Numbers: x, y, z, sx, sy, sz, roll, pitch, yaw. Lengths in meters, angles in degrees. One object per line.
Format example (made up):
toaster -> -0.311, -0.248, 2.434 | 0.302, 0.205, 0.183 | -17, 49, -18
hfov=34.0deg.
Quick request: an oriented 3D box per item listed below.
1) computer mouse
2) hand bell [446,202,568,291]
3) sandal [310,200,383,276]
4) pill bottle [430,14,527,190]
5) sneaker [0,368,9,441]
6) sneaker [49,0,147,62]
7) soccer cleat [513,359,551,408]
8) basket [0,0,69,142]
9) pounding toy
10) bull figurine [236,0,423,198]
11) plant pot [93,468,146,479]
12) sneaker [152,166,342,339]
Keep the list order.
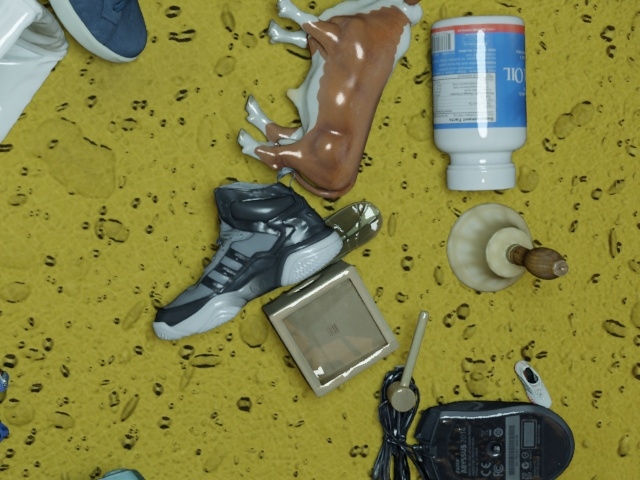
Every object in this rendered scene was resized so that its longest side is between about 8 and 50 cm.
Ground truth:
computer mouse -> 0.211, 0.271, 1.452 | 0.272, 0.072, 0.188 | 4, 96, 1
hand bell -> 0.258, 0.019, 1.345 | 0.126, 0.242, 0.126 | -1, 95, -11
sandal -> 0.000, 0.000, 1.386 | 0.180, 0.049, 0.072 | -25, 96, 10
pill bottle -> 0.209, -0.179, 1.379 | 0.124, 0.124, 0.221 | -4, 97, -11
sneaker -> -0.437, 0.256, 1.313 | 0.087, 0.083, 0.221 | 6, 97, -20
sneaker -> -0.250, -0.362, 1.199 | 0.148, 0.131, 0.350 | -7, 132, 18
soccer cleat -> 0.302, 0.205, 1.475 | 0.029, 0.035, 0.083 | -33, 100, -7
basket -> -0.483, -0.185, 1.137 | 0.266, 0.331, 0.328 | 37, 88, -10
pounding toy -> 0.054, 0.132, 1.389 | 0.181, 0.094, 0.206 | -32, 100, -7
bull figurine -> 0.014, -0.215, 1.350 | 0.188, 0.101, 0.310 | 16, 89, -8
plant pot -> -0.268, 0.420, 1.286 | 0.248, 0.247, 0.252 | -15, 80, -9
sneaker -> -0.118, 0.012, 1.333 | 0.269, 0.101, 0.153 | -28, 95, 8
